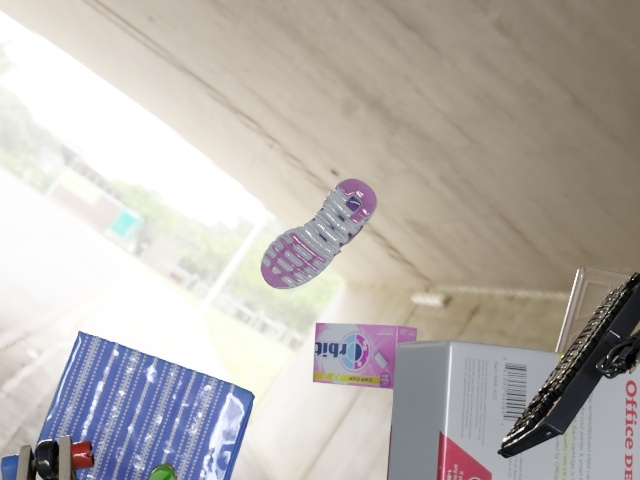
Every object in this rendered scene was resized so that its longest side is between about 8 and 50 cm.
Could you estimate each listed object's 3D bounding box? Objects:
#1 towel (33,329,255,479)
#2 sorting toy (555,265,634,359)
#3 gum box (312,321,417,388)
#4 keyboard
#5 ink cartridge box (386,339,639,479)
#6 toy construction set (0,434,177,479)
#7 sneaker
[{"bbox_3d":[-0.296,0.321,1.892,0.336,0.243,0.040,22,-12,-15],"label":"towel"},{"bbox_3d":[0.474,0.146,1.899,0.208,0.193,0.038,10,7,-41],"label":"sorting toy"},{"bbox_3d":[0.070,0.199,1.917,0.188,0.107,0.062,-1,-8,38],"label":"gum box"},{"bbox_3d":[0.323,0.120,1.268,0.033,0.317,0.201,47,-39,-1],"label":"keyboard"},{"bbox_3d":[0.306,0.309,1.679,0.385,0.279,0.160,9,-11,-26],"label":"ink cartridge box"},{"bbox_3d":[-0.362,0.375,1.330,0.309,0.257,0.237,18,7,-5],"label":"toy construction set"},{"bbox_3d":[0.000,0.000,1.878,0.095,0.236,0.104,47,-7,9],"label":"sneaker"}]
